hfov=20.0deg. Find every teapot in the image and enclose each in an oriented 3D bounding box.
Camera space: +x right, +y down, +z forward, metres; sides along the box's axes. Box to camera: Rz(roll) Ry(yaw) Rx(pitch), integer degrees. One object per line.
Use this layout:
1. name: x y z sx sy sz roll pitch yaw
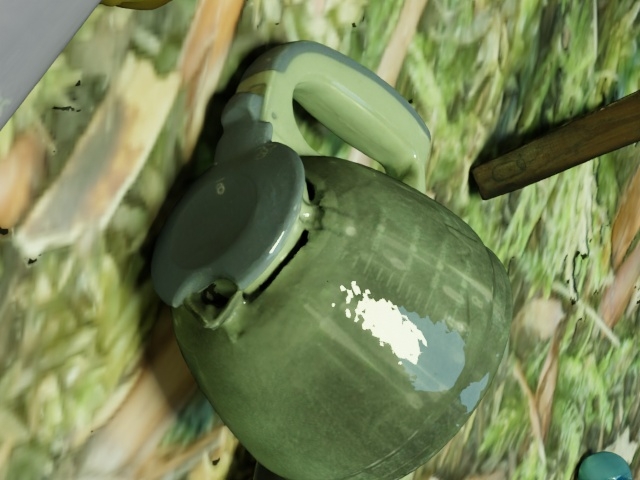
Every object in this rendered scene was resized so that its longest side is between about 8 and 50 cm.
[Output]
1. teapot: 0.005 0.003 0.629 0.108 0.111 0.149 42 73 -35

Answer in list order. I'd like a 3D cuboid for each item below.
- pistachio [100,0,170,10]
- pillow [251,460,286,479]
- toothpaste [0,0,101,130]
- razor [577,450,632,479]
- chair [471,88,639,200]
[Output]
1. pistachio: -0.027 -0.150 0.548 0.089 0.049 0.173 14 92 -64
2. pillow: 0.010 0.064 0.733 0.090 0.048 0.150 37 67 -68
3. toothpaste: -0.137 0.013 0.348 0.371 0.080 0.125 -55 151 -5
4. razor: 0.181 0.238 1.159 0.082 0.042 0.253 -15 125 -12
5. chair: 0.243 -0.206 0.809 0.203 0.416 0.241 -23 93 -59
